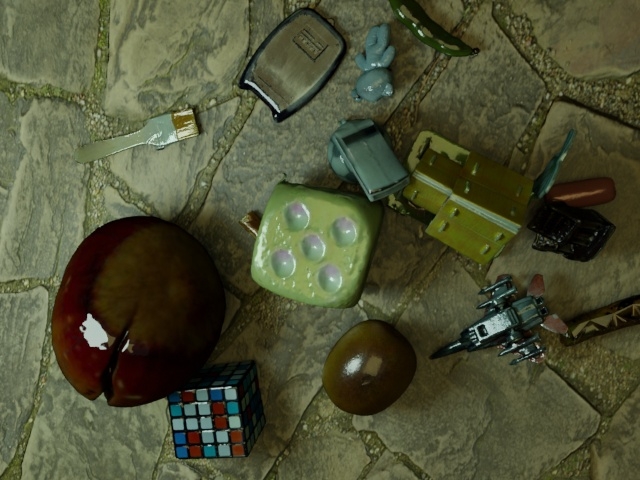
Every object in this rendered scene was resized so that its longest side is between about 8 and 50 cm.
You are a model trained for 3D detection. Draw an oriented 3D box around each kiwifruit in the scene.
[{"bbox_3d":[0.109,0.303,1.637,0.196,0.196,0.234,45,108,0],"label":"kiwifruit"}]

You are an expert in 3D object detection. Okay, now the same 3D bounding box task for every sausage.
[{"bbox_3d":[0.584,-0.104,1.571,0.154,0.062,0.062,-9,96,10],"label":"sausage"}]

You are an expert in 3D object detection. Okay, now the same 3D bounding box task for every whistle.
[{"bbox_3d":[0.103,-0.176,1.564,0.163,0.163,0.289,-35,54,11],"label":"whistle"}]

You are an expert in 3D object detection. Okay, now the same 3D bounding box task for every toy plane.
[{"bbox_3d":[0.392,0.209,1.623,0.326,0.104,0.222,-26,67,14],"label":"toy plane"}]

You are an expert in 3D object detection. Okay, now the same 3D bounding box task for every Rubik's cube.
[{"bbox_3d":[-0.252,0.413,1.708,0.187,0.182,0.184,-8,98,10],"label":"Rubik's cube"}]

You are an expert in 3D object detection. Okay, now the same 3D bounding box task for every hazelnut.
[{"bbox_3d":[-0.407,0.161,1.602,0.402,0.402,0.429,-9,65,10],"label":"hazelnut"}]

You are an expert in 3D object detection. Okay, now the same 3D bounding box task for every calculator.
[{"bbox_3d":[-0.062,-0.418,1.640,0.177,0.040,0.268,42,97,-1],"label":"calculator"}]

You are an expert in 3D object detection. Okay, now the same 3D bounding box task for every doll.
[{"bbox_3d":[0.134,-0.401,1.602,0.120,0.075,0.179,2,76,46],"label":"doll"}]

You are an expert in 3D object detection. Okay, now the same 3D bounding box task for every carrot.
[{"bbox_3d":[0.658,0.182,1.600,0.229,0.069,0.069,-22,94,12],"label":"carrot"}]

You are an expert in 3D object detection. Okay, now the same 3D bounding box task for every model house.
[{"bbox_3d":[0.333,-0.141,1.470,0.300,0.323,0.340,29,101,3],"label":"model house"},{"bbox_3d":[0.531,-0.016,1.540,0.152,0.106,0.165,13,129,-9],"label":"model house"}]

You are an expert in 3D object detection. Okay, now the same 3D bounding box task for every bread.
[{"bbox_3d":[-0.157,-0.031,1.706,0.047,0.036,0.083,-44,88,3],"label":"bread"}]

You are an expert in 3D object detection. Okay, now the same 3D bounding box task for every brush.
[{"bbox_3d":[-0.460,-0.250,1.729,0.337,0.020,0.085,-13,96,11],"label":"brush"}]

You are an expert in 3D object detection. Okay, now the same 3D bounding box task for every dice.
[{"bbox_3d":[0.000,0.000,1.578,0.250,0.252,0.254,16,98,5],"label":"dice"}]

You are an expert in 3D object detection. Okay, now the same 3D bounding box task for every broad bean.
[{"bbox_3d":[0.242,-0.481,1.578,0.255,0.046,0.065,37,95,1],"label":"broad bean"}]
